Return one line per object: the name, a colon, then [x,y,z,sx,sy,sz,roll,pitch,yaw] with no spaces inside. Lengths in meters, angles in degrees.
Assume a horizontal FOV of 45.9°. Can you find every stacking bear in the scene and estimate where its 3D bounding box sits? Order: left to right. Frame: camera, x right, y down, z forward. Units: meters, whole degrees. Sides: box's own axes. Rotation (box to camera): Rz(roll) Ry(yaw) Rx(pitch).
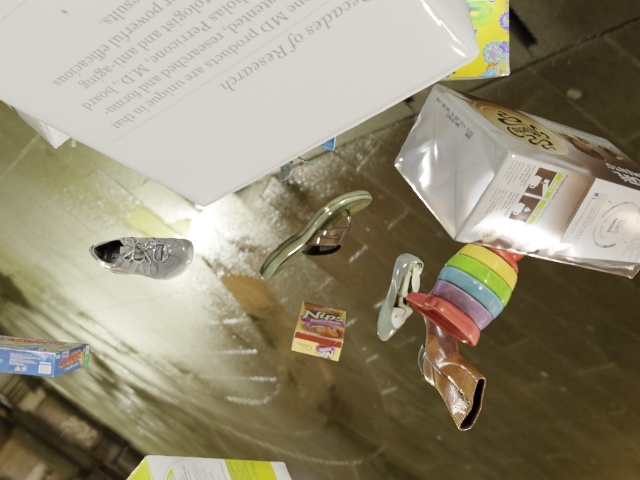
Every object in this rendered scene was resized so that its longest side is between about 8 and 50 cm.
stacking bear: [0.345,0.063,1.612,0.164,0.289,0.175,39,172,-11]

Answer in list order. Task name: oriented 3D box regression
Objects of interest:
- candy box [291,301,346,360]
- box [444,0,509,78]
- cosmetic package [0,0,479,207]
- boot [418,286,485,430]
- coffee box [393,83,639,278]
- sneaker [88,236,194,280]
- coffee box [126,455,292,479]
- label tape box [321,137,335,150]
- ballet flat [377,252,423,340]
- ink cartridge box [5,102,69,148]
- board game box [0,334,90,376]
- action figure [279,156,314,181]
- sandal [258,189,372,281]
candy box: [-0.002,0.205,1.736,0.109,0.053,0.187,13,-165,0]
box: [0.209,-0.458,1.474,0.279,0.290,0.177,-3,-170,-3]
cosmetic package: [-0.126,-0.293,0.637,0.327,0.330,0.393,-26,146,28]
boot: [0.313,0.265,1.795,0.096,0.264,0.280,11,-163,-15]
coffee box: [0.262,-0.066,0.907,0.297,0.119,0.168,11,-150,-30]
sneaker: [-0.444,0.041,1.866,0.281,0.105,0.115,-6,163,22]
coffee box: [-0.221,0.632,1.373,0.334,0.338,0.338,17,-149,-40]
label tape box: [-0.086,-0.341,1.752,0.249,0.115,0.348,22,143,13]
ballet flat: [0.186,0.136,1.744,0.072,0.213,0.068,10,-173,-46]
ink cartridge box: [-0.423,-0.255,1.163,0.190,0.139,0.082,40,158,17]
board game box: [-0.460,0.166,1.111,0.201,0.035,0.136,5,178,3]
action figure: [-0.125,-0.162,0.997,0.137,0.064,0.232,13,159,48]
sandal: [-0.001,0.001,1.660,0.086,0.302,0.120,48,172,13]
